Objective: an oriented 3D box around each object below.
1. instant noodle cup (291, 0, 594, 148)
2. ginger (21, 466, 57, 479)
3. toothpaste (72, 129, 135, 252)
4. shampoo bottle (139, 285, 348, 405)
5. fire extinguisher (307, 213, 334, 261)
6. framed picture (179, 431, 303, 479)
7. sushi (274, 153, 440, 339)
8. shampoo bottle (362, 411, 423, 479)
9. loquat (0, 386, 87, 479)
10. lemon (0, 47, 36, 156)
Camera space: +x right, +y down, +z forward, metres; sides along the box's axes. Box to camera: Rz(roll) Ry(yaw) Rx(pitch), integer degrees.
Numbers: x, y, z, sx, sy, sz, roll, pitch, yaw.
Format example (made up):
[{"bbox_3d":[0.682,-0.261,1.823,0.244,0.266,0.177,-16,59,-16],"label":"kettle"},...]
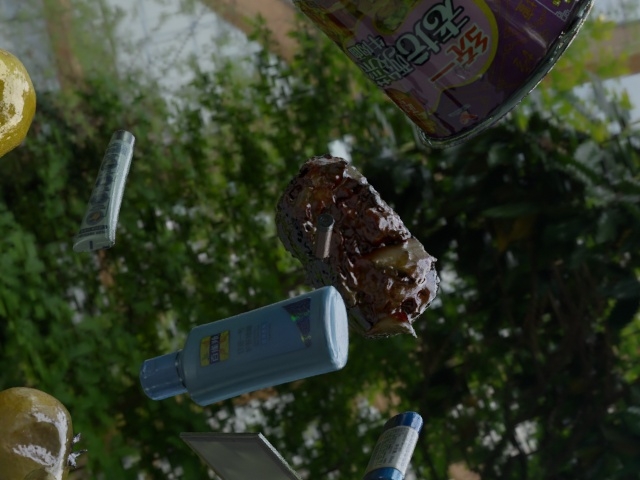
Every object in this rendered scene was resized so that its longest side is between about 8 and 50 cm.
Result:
[{"bbox_3d":[0.141,-0.323,1.371,0.266,0.340,0.340,36,-6,-20],"label":"instant noodle cup"},{"bbox_3d":[-0.277,0.443,1.221,0.348,0.363,0.122,36,-66,5],"label":"ginger"},{"bbox_3d":[-0.305,-0.072,1.592,0.239,0.062,0.039,-86,163,-46],"label":"toothpaste"},{"bbox_3d":[-0.093,0.132,1.282,0.061,0.258,0.103,48,32,-45],"label":"shampoo bottle"},{"bbox_3d":[0.000,0.000,1.406,0.083,0.028,0.022,99,-8,-51],"label":"fire extinguisher"},{"bbox_3d":[-0.097,0.370,1.729,0.173,0.010,0.231,-7,-48,37],"label":"framed picture"},{"bbox_3d":[0.058,0.026,1.828,0.343,0.196,0.182,51,-2,11],"label":"sushi"},{"bbox_3d":[0.106,0.350,1.718,0.050,0.183,0.087,42,-50,-10],"label":"shampoo bottle"},{"bbox_3d":[-0.501,0.349,1.845,0.213,0.213,0.213,162,-90,-73],"label":"loquat"},{"bbox_3d":[-0.548,-0.221,1.755,0.256,0.188,0.188,118,-48,-66],"label":"lemon"}]
